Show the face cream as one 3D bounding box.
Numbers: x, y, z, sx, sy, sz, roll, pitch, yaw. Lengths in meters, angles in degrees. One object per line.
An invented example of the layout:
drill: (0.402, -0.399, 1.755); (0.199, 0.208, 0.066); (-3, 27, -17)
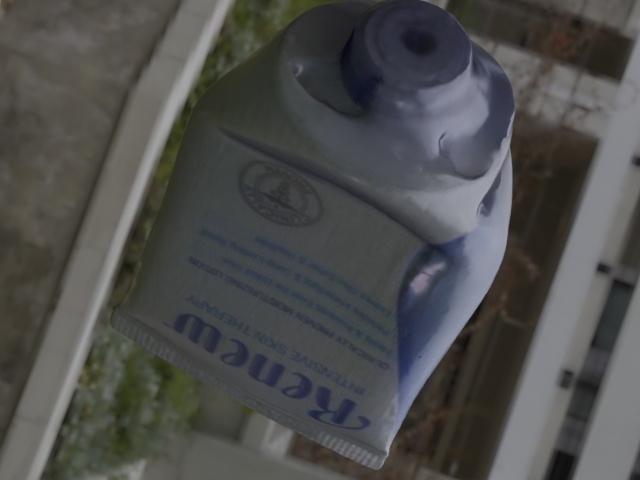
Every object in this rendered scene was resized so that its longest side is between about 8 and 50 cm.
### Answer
face cream: (0.000, 0.000, 1.039); (0.137, 0.235, 0.420); (-62, 179, -38)
